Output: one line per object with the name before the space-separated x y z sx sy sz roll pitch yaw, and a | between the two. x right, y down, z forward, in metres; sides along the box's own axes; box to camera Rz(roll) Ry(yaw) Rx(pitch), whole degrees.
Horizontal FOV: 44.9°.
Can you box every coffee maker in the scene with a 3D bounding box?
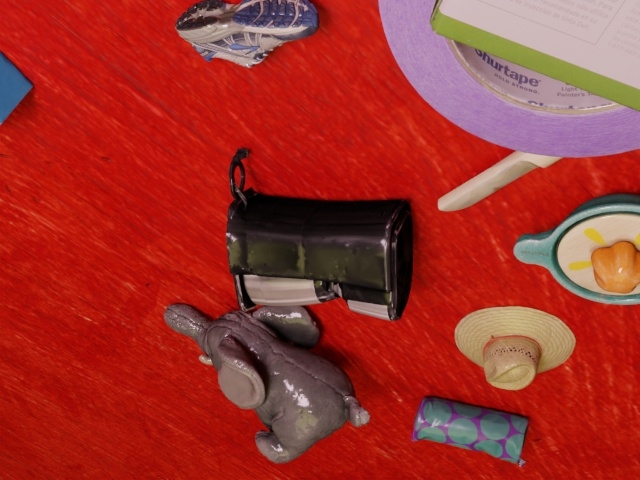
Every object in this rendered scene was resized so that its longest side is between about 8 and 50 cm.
coffee maker | 0.000 0.000 0.802 0.178 0.120 0.171 1 135 19

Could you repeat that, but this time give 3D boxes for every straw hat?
straw hat | 0.226 0.142 0.916 0.145 0.061 0.144 10 139 9

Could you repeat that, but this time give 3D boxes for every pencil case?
pencil case | 0.203 0.257 1.048 0.152 0.064 0.070 12 122 9

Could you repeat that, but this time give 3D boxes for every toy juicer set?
toy juicer set | 0.292 -0.012 0.700 0.329 0.089 0.209 23 139 -4

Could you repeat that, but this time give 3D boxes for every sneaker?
sneaker | -0.058 -0.184 0.684 0.135 0.052 0.058 5 148 27

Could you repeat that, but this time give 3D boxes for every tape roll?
tape roll | 0.183 -0.191 0.547 0.275 0.090 0.274 11 138 10

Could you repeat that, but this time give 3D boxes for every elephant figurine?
elephant figurine | -0.078 0.155 0.990 0.186 0.169 0.239 -37 101 13

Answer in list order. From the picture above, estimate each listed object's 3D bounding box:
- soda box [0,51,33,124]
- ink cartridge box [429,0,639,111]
soda box | -0.397 -0.202 0.769 0.067 0.071 0.210 -17 128 34
ink cartridge box | 0.191 -0.194 0.385 0.189 0.097 0.255 20 143 -2
